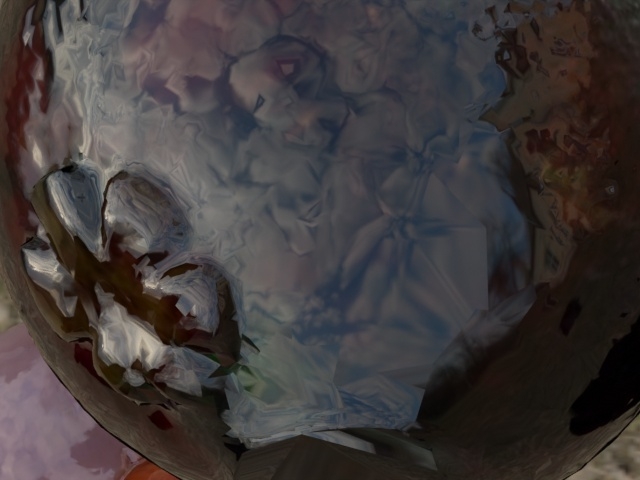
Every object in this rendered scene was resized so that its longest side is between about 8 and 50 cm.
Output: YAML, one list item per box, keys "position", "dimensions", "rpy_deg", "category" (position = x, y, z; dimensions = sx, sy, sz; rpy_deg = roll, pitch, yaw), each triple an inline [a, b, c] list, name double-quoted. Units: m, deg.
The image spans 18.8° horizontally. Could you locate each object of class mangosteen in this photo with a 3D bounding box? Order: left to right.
- position: [0.026, -0.037, 0.720]
  dimensions: [0.311, 0.311, 0.311]
  rpy_deg: [-3, 83, 27]
  category: "mangosteen"

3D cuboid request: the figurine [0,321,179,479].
- position: [-0.176, 0.175, 1.399]
  dimensions: [0.261, 0.211, 0.270]
  rpy_deg: [61, 155, 25]
  category: "figurine"
